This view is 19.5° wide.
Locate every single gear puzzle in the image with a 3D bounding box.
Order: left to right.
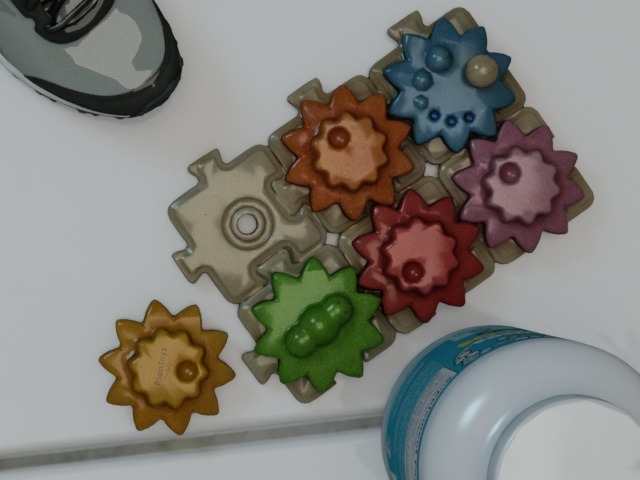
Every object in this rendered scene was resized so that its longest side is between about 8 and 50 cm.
[{"bbox_3d":[0.000,0.000,1.185,0.339,0.044,0.175,-35,93,-4],"label":"gear puzzle"}]

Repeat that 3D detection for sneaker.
[{"bbox_3d":[-0.192,-0.180,1.137,0.100,0.108,0.271,-44,95,-6],"label":"sneaker"}]

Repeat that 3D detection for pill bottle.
[{"bbox_3d":[0.122,0.126,1.088,0.146,0.264,0.146,0,90,-6],"label":"pill bottle"}]
